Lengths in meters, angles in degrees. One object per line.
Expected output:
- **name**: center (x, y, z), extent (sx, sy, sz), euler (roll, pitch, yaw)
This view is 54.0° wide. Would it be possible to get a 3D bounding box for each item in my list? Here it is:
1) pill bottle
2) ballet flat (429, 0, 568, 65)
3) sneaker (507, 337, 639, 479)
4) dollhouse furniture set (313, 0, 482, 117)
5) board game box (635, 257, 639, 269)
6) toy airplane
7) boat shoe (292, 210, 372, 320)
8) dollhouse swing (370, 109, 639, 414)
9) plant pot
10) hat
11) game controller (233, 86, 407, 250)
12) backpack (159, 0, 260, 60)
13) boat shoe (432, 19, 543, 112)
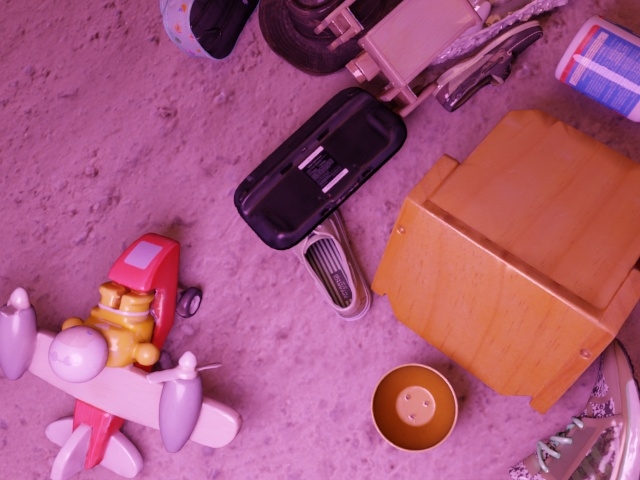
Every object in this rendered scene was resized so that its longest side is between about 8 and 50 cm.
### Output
- **pill bottle**: center (0.526, -0.277, 1.064), extent (0.221, 0.124, 0.124), euler (36, 86, 16)
- **ballet flat**: center (0.316, -0.451, 1.131), extent (0.409, 0.147, 0.147), euler (-26, 74, 3)
- **sneaker**: center (0.378, 0.338, 0.945), extent (0.182, 0.158, 0.410), euler (8, 75, 24)
- **dollhouse furniture set**: center (0.133, -0.340, 1.059), extent (0.161, 0.242, 0.212), euler (-42, 104, -2)
- **board game box**: center (0.636, 0.065, 0.871), extent (0.308, 0.302, 0.086), euler (39, 86, 17)
- **toy airplane**: center (-0.361, 0.213, 1.034), extent (0.386, 0.272, 0.384), euler (-25, 74, 4)
- **boat shoe**: center (0.000, 0.000, 1.109), extent (0.109, 0.094, 0.302), euler (-32, 72, 2)
- **dollhouse swing**: center (0.332, 0.015, 1.038), extent (0.347, 0.315, 0.305), euler (35, 48, 18)
- **plant pot**: center (0.153, 0.269, 1.018), extent (0.134, 0.095, 0.134), euler (-2, 77, 11)
- **hat**: center (0.025, -0.489, 1.201), extent (0.331, 0.134, 0.331), euler (-3, 76, 10)
- **game controller**: center (-0.003, -0.128, 1.092), extent (0.319, 0.067, 0.166), euler (-43, 68, -1)
- **backpack**: center (-0.225, -0.450, 1.221), extent (0.144, 0.166, 0.188), euler (10, 76, 26)
- **boat shoe**: center (0.308, -0.310, 1.139), extent (0.223, 0.080, 0.073), euler (-31, 79, 7)
